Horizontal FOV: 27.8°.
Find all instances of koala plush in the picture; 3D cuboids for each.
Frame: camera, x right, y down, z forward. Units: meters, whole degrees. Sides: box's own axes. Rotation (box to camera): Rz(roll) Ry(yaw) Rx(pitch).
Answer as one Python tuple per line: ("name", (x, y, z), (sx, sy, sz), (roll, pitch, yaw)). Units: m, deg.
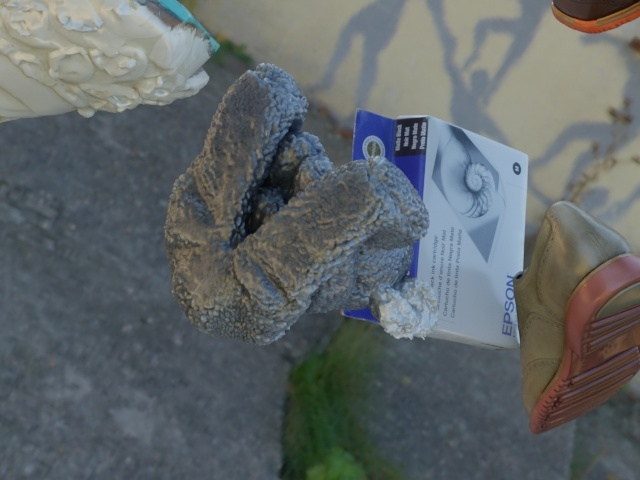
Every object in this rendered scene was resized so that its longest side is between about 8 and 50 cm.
("koala plush", (0.000, 0.000, 1.072), (0.196, 0.203, 0.221), (44, 14, 30))

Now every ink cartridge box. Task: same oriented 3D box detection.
("ink cartridge box", (0.125, -0.011, 1.338), (0.224, 0.045, 0.223), (14, 75, -37))

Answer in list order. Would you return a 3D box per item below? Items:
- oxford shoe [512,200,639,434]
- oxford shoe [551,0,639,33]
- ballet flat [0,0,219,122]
("oxford shoe", (0.258, 0.084, 1.328), (0.123, 0.348, 0.130), (-22, 60, -18))
("oxford shoe", (0.288, -0.255, 1.178), (0.098, 0.097, 0.271), (58, -17, -16))
("ballet flat", (-0.225, -0.147, 0.828), (0.147, 0.147, 0.409), (4, 22, -48))
